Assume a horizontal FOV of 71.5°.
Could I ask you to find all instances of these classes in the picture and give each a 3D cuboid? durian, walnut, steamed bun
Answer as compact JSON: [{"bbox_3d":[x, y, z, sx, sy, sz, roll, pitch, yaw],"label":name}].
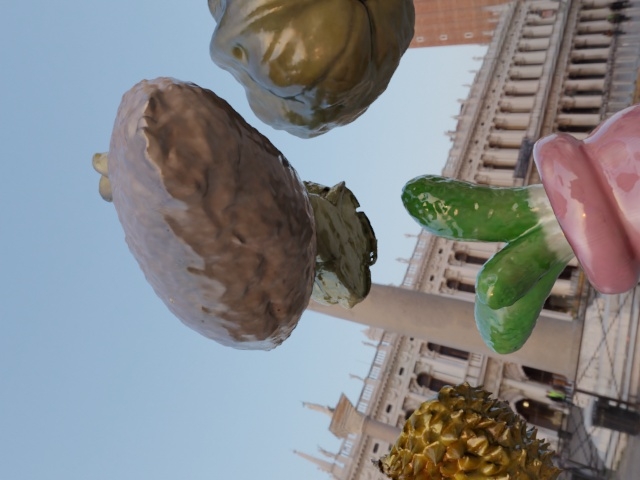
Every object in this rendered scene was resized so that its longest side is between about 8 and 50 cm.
[{"bbox_3d":[0.267,0.343,0.713,0.305,0.195,0.185,-1,-63,-26],"label":"durian"},{"bbox_3d":[-0.019,-0.292,0.597,0.282,0.277,0.253,42,-103,-18],"label":"walnut"},{"bbox_3d":[0.000,0.000,0.667,0.192,0.106,0.177,52,-146,-35],"label":"steamed bun"}]

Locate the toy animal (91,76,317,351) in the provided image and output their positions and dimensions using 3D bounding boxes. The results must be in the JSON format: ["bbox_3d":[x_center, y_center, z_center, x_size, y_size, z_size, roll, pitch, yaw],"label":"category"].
[{"bbox_3d":[-0.107,-0.013,0.480,0.188,0.226,0.358,-27,-47,-20],"label":"toy animal"}]

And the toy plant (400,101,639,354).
[{"bbox_3d":[0.317,-0.004,0.562,0.317,0.356,0.210,54,-152,-15],"label":"toy plant"}]
